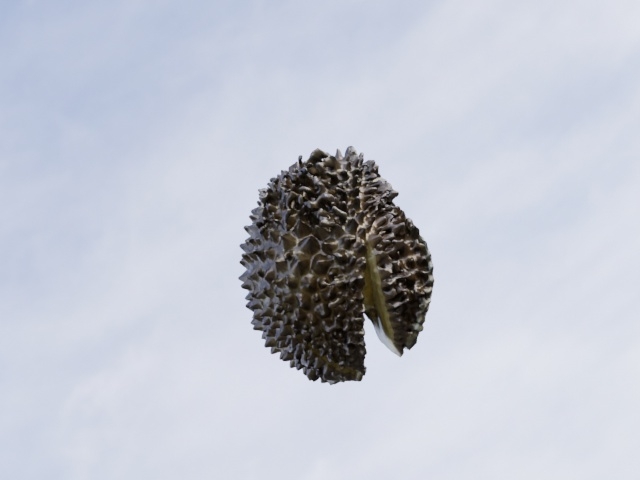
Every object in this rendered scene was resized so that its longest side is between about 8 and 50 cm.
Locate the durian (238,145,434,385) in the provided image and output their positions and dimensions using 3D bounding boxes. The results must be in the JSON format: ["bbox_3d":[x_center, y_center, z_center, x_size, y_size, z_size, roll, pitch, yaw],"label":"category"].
[{"bbox_3d":[0.002,-0.001,0.630,0.110,0.140,0.071,-13,-34,26],"label":"durian"}]
